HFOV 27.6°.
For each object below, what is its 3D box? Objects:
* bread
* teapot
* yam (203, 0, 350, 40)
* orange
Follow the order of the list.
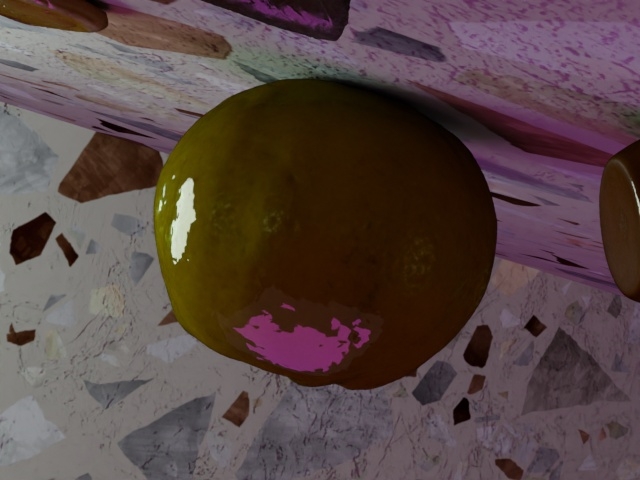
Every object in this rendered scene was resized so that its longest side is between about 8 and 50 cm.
[{"bbox_3d":[-0.208,-0.172,0.947,0.110,0.024,0.110,16,180,0],"label":"bread"},{"bbox_3d":[0.232,-0.017,0.793,0.116,0.116,0.173,16,-155,-17],"label":"teapot"},{"bbox_3d":[-0.031,-0.122,0.592,0.094,0.043,0.043,15,179,-19],"label":"yam"},{"bbox_3d":[0.000,0.000,1.043,0.279,0.235,0.279,14,168,3],"label":"orange"}]
